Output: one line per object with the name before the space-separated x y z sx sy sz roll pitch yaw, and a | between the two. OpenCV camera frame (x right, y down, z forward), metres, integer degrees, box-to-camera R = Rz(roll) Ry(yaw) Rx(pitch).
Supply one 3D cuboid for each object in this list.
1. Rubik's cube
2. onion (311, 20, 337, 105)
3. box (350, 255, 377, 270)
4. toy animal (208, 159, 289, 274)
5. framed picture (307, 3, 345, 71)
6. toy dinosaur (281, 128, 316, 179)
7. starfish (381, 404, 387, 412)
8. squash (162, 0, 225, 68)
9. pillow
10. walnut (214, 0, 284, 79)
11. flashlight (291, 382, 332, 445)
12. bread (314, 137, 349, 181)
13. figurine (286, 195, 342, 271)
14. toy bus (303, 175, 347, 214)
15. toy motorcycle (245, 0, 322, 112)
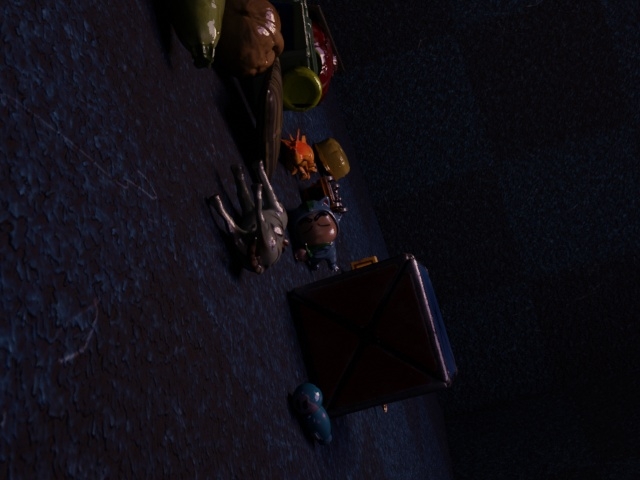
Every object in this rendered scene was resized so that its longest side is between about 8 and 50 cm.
Rubik's cube | 0.110 0.190 1.360 0.260 0.255 0.259 32 43 -72
onion | -0.053 -0.441 1.721 0.246 0.190 0.246 173 -90 -86
box | 0.164 0.220 1.999 0.193 0.084 0.301 77 0 -68
toy animal | -0.098 -0.044 1.105 0.255 0.090 0.170 -45 121 -76
framed picture | -0.062 -0.540 1.829 0.273 0.216 0.016 55 50 -64
toy dinosaur | -0.052 -0.213 1.702 0.288 0.070 0.117 13 59 -84
starfish | 0.130 0.343 1.799 0.227 0.043 0.240 -68 138 -76
squash | -0.206 -0.429 1.092 0.118 0.118 0.370 56 24 -59
pillow | -0.098 -0.226 1.344 0.212 0.052 0.208 -85 -178 -59
walnut | -0.141 -0.384 1.297 0.166 0.149 0.166 -165 -90 -89
flashlight | -0.008 0.285 1.129 0.051 0.051 0.129 -94 165 -53
bread | 0.031 -0.263 2.190 0.125 0.086 0.156 58 11 -22
figurine | -0.004 0.003 1.499 0.144 0.114 0.178 -91 169 -54
toy bus | 0.011 -0.106 1.792 0.194 0.088 0.083 24 49 -80
toy motorcycle | -0.105 -0.437 1.465 0.191 0.200 0.326 -88 169 -57
